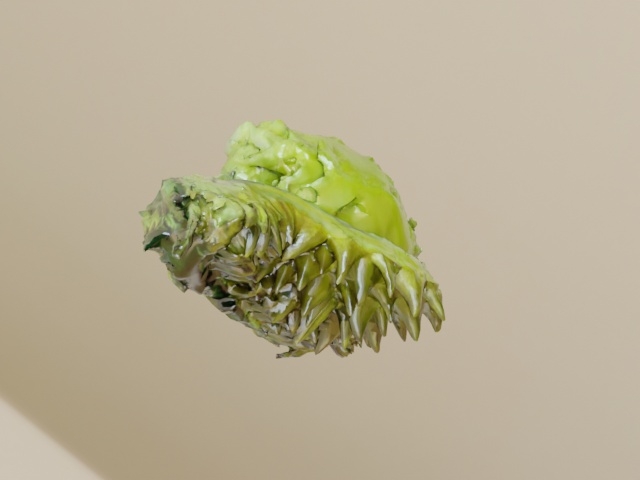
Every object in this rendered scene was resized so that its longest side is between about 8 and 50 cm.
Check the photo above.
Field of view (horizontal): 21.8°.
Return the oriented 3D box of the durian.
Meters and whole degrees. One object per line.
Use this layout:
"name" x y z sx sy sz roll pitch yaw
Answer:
"durian" -0.004 0.006 0.851 0.106 0.132 0.375 -27 -17 7
